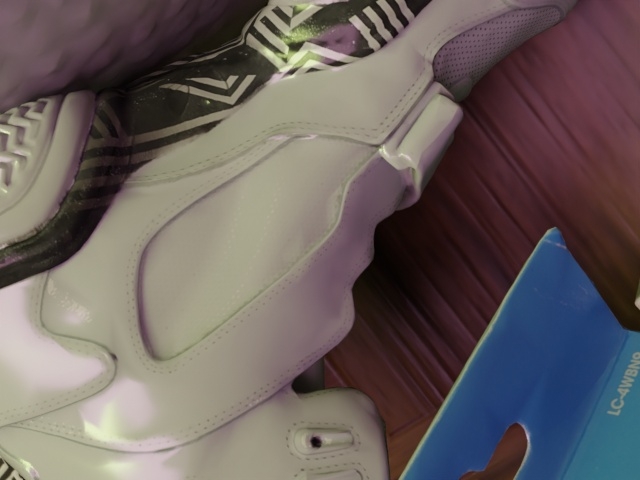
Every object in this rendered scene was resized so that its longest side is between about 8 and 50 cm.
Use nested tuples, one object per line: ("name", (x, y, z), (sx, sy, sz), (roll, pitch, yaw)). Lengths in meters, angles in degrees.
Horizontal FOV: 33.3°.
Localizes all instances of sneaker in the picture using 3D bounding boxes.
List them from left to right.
("sneaker", (0.000, 0.000, 0.478), (0.366, 0.137, 0.210), (-30, 91, -12))

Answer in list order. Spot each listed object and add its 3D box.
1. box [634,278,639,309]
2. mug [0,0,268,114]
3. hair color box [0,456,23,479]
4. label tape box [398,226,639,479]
("box", (0.278, -0.062, 0.462), (0.063, 0.067, 0.324), (45, 116, 3))
("mug", (-0.146, -0.188, 0.436), (0.374, 0.328, 0.276), (-22, 99, 26))
("hair color box", (-0.218, -0.005, 0.604), (0.339, 0.185, 0.110), (44, 117, 2))
("label tape box", (0.179, 0.189, 0.426), (0.347, 0.249, 0.115), (47, 148, -18))
